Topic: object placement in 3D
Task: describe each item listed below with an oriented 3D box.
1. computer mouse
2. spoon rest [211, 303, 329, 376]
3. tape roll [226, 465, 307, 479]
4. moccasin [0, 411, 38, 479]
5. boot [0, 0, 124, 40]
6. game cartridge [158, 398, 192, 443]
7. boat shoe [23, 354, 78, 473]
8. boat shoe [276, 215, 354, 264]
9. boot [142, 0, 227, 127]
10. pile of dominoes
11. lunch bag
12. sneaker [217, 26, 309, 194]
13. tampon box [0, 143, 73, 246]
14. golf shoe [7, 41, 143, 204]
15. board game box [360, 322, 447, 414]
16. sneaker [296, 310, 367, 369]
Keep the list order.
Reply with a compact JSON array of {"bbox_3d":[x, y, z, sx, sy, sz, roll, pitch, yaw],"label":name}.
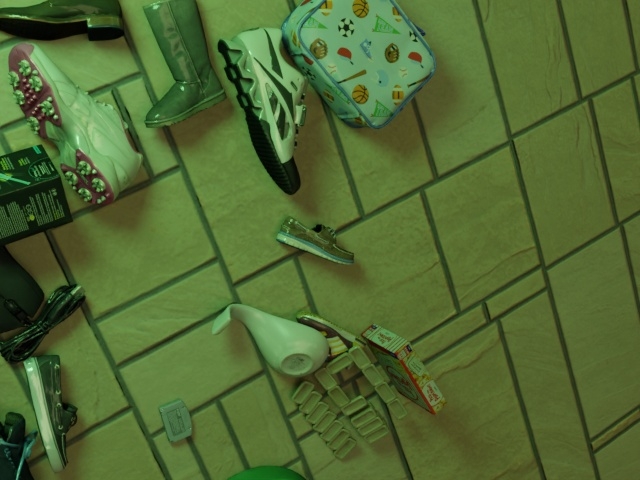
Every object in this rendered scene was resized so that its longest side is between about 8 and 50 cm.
[{"bbox_3d":[-0.559,0.081,1.452,0.188,0.072,0.272,-45,117,-11],"label":"computer mouse"},{"bbox_3d":[-0.100,0.201,1.705,0.276,0.084,0.137,32,118,-33],"label":"spoon rest"},{"bbox_3d":[-0.126,0.653,1.794,0.321,0.077,0.321,-5,102,-26],"label":"tape roll"},{"bbox_3d":[-0.573,0.350,1.467,0.117,0.138,0.342,-36,115,-21],"label":"moccasin"},{"bbox_3d":[-0.452,-0.405,1.420,0.219,0.082,0.106,-2,80,-23],"label":"boot"},{"bbox_3d":[-0.292,0.366,1.682,0.056,0.017,0.083,-18,108,-19],"label":"game cartridge"},{"bbox_3d":[-0.491,0.319,1.540,0.076,0.080,0.228,-14,99,-23],"label":"boat shoe"},{"bbox_3d":[0.000,0.000,1.727,0.183,0.066,0.066,20,89,-29],"label":"boat shoe"},{"bbox_3d":[-0.274,-0.330,1.513,0.190,0.076,0.208,-36,122,-32],"label":"boot"},{"bbox_3d":[0.061,0.356,1.837,0.196,0.040,0.251,-32,117,5],"label":"pile of dominoes"},{"bbox_3d":[0.086,-0.385,1.667,0.243,0.115,0.303,-49,117,-13],"label":"lunch bag"},{"bbox_3d":[-0.072,-0.253,1.605,0.146,0.122,0.330,-25,111,-19],"label":"sneaker"},{"bbox_3d":[-0.522,-0.073,1.396,0.161,0.120,0.101,-21,134,-21],"label":"tampon box"},{"bbox_3d":[-0.427,-0.215,1.455,0.140,0.115,0.306,-45,116,-41],"label":"golf shoe"},{"bbox_3d":[0.185,0.283,1.836,0.045,0.147,0.193,-40,115,-15],"label":"board game box"},{"bbox_3d":[0.015,0.218,1.779,0.186,0.069,0.083,30,86,-27],"label":"sneaker"}]
